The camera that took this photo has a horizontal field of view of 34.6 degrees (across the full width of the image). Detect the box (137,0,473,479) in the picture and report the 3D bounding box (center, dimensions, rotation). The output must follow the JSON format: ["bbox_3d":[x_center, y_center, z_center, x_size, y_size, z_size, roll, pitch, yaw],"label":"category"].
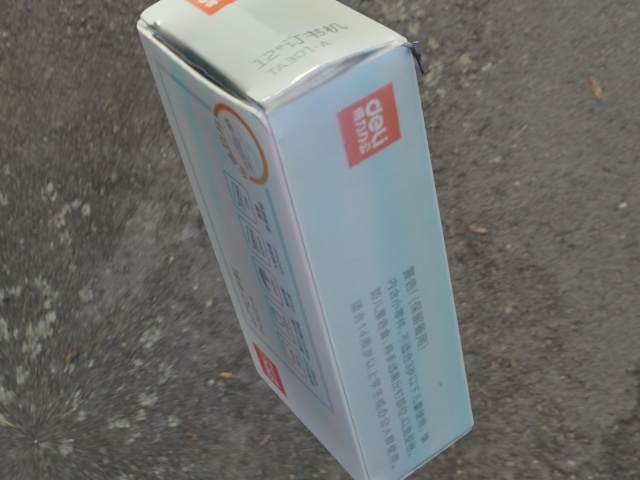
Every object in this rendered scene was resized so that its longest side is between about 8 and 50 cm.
[{"bbox_3d":[0.000,0.000,0.537,0.079,0.135,0.269,-31,131,-19],"label":"box"}]
